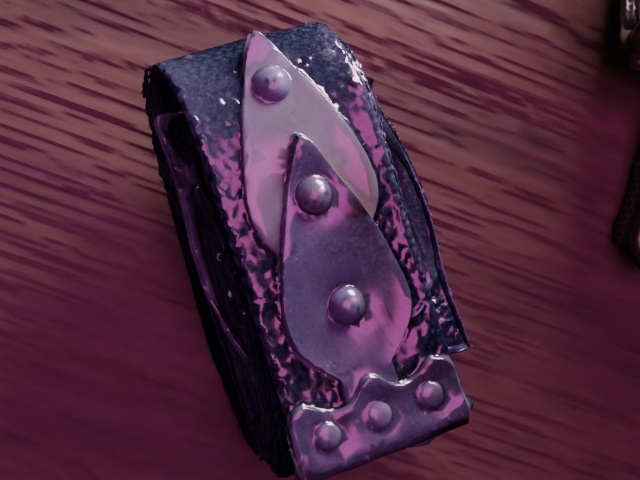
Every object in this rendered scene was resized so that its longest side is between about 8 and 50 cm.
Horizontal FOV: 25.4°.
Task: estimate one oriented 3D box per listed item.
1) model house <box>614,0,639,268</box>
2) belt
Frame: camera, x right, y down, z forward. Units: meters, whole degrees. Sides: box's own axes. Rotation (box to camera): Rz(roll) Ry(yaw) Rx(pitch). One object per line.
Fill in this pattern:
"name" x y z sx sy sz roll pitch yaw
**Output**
"model house" 0.255 -0.109 0.744 0.205 0.218 0.278 19 86 -11
"belt" -0.001 0.000 0.715 0.128 0.122 0.218 -20 98 -16
